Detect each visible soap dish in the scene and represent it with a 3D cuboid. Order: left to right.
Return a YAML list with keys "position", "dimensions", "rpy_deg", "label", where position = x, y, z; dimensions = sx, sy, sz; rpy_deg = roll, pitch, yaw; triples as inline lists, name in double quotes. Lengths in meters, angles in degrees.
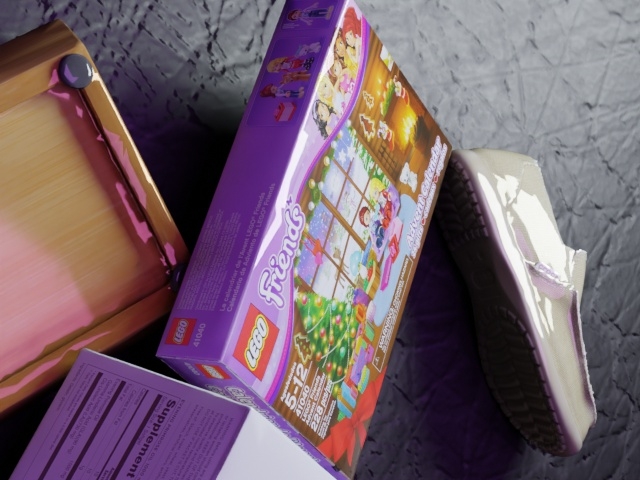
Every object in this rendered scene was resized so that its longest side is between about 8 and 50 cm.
- position: [-0.230, 0.009, 0.999]
  dimensions: [0.291, 0.118, 0.229]
  rpy_deg: [-31, 102, -29]
  label: "soap dish"

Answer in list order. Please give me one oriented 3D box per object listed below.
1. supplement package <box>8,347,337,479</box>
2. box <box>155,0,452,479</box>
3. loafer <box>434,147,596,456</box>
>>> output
- position: [-0.084, 0.227, 0.995]
  dimensions: [0.204, 0.145, 0.262]
  rpy_deg: [-63, 144, -17]
  label: "supplement package"
- position: [0.000, 0.000, 1.091]
  dimensions: [0.201, 0.057, 0.293]
  rpy_deg: [48, 52, -48]
  label: "box"
- position: [0.176, 0.045, 1.239]
  dimensions: [0.092, 0.102, 0.268]
  rpy_deg: [-21, 97, -23]
  label: "loafer"
